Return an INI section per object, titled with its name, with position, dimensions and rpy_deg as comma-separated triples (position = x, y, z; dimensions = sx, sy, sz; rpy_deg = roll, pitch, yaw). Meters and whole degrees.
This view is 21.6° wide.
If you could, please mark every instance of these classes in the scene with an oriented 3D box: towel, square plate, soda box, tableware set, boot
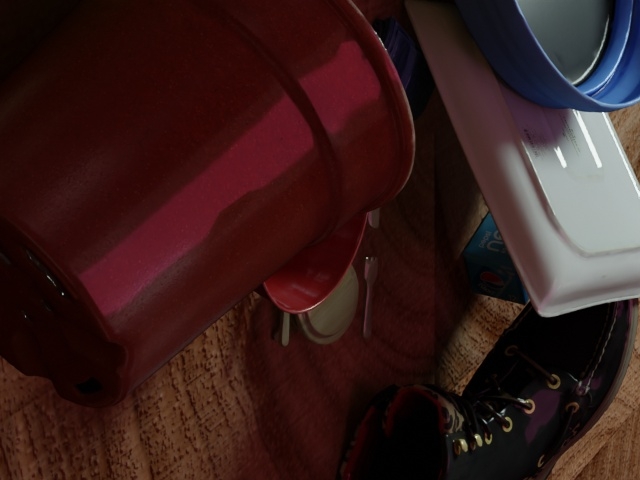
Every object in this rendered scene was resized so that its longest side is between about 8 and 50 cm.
[towel]
position = 0.078, -0.167, 1.652
dimensions = 0.119, 0.029, 0.067
rpy_deg = 39, 69, -58
[square plate]
position = 0.244, -0.097, 1.759
dimensions = 0.344, 0.049, 0.347
rpy_deg = -5, 70, -59
[soda box]
position = 0.246, -0.026, 1.954
dimensions = 0.210, 0.071, 0.067
rpy_deg = -55, 144, -33
[tableware set]
position = 0.000, 0.000, 1.578
dimensions = 0.128, 0.039, 0.194
rpy_deg = -1, 97, -48
[boot]
position = 0.179, 0.177, 1.803
dimensions = 0.284, 0.138, 0.377
rpy_deg = 6, 120, -58

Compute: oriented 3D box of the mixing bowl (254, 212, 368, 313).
[mixing bowl]
position = -0.043, -0.037, 1.425
dimensions = 0.181, 0.098, 0.181
rpy_deg = -33, 130, -51

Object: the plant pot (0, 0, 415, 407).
[plant pot]
position = -0.123, -0.046, 1.143
dimensions = 0.265, 0.272, 0.272
rpy_deg = -45, 139, -28

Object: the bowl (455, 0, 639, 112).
[bowl]
position = 0.243, -0.319, 1.712
dimensions = 0.391, 0.077, 0.391
rpy_deg = 14, 72, -50
